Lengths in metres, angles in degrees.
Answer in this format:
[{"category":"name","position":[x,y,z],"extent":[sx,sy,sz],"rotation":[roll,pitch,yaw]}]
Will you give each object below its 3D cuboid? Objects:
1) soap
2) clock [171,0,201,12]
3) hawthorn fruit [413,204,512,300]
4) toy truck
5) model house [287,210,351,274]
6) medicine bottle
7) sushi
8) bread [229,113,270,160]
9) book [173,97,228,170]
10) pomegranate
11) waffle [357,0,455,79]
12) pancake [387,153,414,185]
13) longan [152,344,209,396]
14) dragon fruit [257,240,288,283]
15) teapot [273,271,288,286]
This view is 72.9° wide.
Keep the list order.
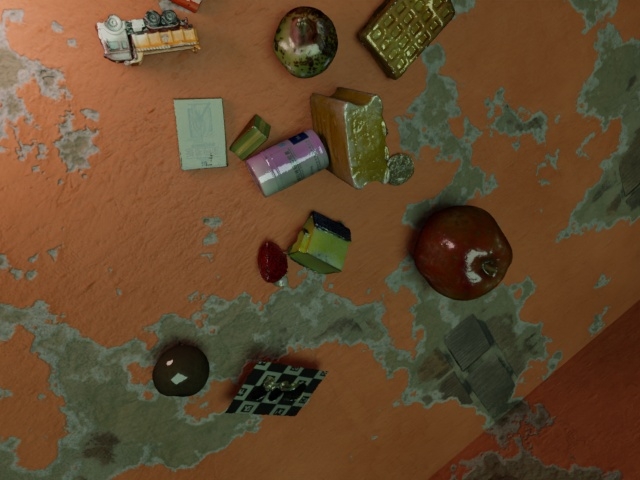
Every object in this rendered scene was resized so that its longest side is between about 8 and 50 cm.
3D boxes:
[{"category":"soap","position":[0.097,-0.355,1.475],"extent":[0.156,0.335,0.293],"rotation":[-15,118,-15]},{"category":"clock","position":[-0.418,-0.759,1.271],"extent":[0.155,0.061,0.113],"rotation":[16,102,-28]},{"category":"hawthorn fruit","position":[0.600,0.054,1.788],"extent":[0.403,0.403,0.402],"rotation":[-7,112,-19]},{"category":"toy truck","position":[-0.503,-0.592,1.274],"extent":[0.271,0.114,0.135],"rotation":[-16,110,-18]},{"category":"model house","position":[0.000,0.000,1.695],"extent":[0.194,0.170,0.211],"rotation":[26,70,-20]},{"category":"medicine bottle","position":[-0.116,-0.270,1.518],"extent":[0.254,0.152,0.152],"rotation":[-29,117,-10]},{"category":"sushi","position":[-0.195,0.607,1.860],"extent":[0.373,0.100,0.296],"rotation":[20,111,-37]},{"category":"bread","position":[-0.247,-0.357,1.513],"extent":[0.074,0.084,0.139],"rotation":[36,125,-29]},{"category":"book","position":[-0.398,-0.356,1.447],"extent":[0.161,0.026,0.230],"rotation":[-8,112,-19]},{"category":"pomegranate","position":[-0.050,-0.635,1.357],"extent":[0.215,0.248,0.214],"rotation":[0,90,5]},{"category":"waffle","position":[0.302,-0.763,1.529],"extent":[0.224,0.098,0.327],"rotation":[40,94,-27]},{"category":"pancake","position":[0.319,-0.287,1.752],"extent":[0.140,0.022,0.139],"rotation":[-7,112,-18]},{"category":"longan","position":[-0.523,0.490,1.629],"extent":[0.213,0.198,0.197],"rotation":[7,107,-34]},{"category":"dragon fruit","position":[-0.184,0.089,1.666],"extent":[0.106,0.083,0.162],"rotation":[4,74,-42]},{"category":"teapot","position":[-0.163,0.146,1.706],"extent":[0.083,0.064,0.064],"rotation":[4,100,-36]}]
